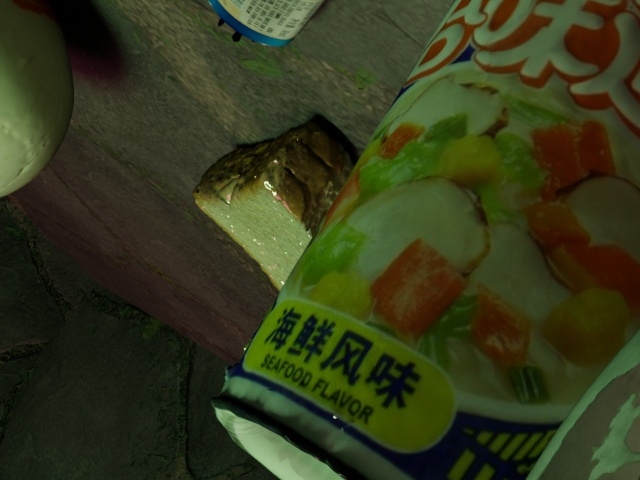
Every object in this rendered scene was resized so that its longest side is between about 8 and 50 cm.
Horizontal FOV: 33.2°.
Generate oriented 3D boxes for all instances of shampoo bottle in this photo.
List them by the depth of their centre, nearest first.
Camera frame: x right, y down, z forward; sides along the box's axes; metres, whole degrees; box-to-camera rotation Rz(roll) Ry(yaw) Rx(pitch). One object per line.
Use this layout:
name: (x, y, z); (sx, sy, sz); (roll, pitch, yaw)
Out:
shampoo bottle: (-0.040, -0.189, 0.777); (0.087, 0.050, 0.183); (37, 165, -8)

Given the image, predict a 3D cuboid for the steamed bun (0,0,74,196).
steamed bun: (-0.425, -0.224, 1.171); (0.374, 0.241, 0.374); (34, 160, 14)

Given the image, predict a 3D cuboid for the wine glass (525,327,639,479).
wine glass: (0.202, 0.043, 0.341); (0.190, 0.357, 0.190); (37, 165, 12)

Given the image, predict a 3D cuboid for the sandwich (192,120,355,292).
sandwich: (0.003, -0.004, 1.139); (0.254, 0.099, 0.288); (47, 163, -11)

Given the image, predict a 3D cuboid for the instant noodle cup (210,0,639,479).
instant noodle cup: (0.112, 0.014, 0.535); (0.284, 0.312, 0.284); (34, 164, 11)
